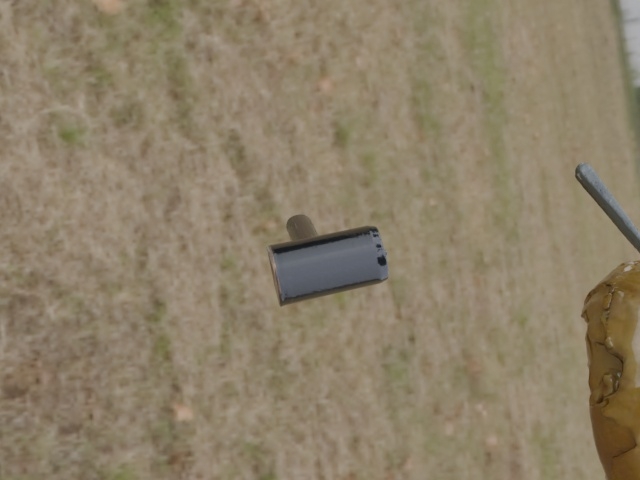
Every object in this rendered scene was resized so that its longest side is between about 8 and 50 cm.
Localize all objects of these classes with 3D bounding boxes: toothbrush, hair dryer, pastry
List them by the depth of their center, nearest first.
[{"bbox_3d":[0.341,0.130,0.935,0.311,0.162,0.255,9,65,-58],"label":"pastry"},{"bbox_3d":[0.000,0.000,1.308,0.255,0.128,0.069,-109,-172,-72],"label":"hair dryer"},{"bbox_3d":[0.487,-0.005,1.706,0.297,0.030,0.030,57,9,21],"label":"toothbrush"}]
